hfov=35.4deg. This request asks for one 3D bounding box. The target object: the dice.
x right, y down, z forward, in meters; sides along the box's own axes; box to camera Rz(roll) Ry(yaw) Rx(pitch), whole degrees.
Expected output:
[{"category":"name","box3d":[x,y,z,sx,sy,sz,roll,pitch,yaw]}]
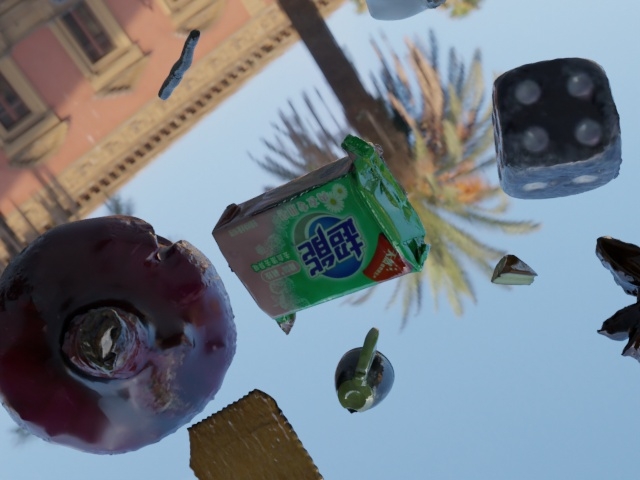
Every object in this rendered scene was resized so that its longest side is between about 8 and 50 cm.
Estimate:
[{"category":"dice","box3d":[0.368,-0.173,1.588,0.183,0.181,0.182,-8,-107,7]}]

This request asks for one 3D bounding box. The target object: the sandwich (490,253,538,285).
[{"category":"sandwich","box3d":[0.275,0.042,1.457,0.031,0.083,0.044,-48,-127,34]}]

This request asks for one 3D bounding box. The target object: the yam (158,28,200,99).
[{"category":"yam","box3d":[-0.228,-0.279,1.626,0.029,0.027,0.234,-52,-174,-25]}]

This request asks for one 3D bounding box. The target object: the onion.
[{"category":"onion","box3d":[-0.316,0.158,1.530,0.398,0.398,0.420,-38,-165,-8]}]

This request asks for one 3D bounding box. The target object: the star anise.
[{"category":"star anise","box3d":[0.419,0.076,1.176,0.190,0.125,0.220,-8,-121,5]}]

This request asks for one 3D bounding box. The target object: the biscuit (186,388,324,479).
[{"category":"biscuit","box3d":[-0.091,0.347,1.454,0.232,0.236,0.013,-34,176,38]}]

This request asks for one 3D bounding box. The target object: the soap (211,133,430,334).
[{"category":"soap","box3d":[0.001,-0.002,1.324,0.273,0.217,0.098,-20,-156,39]}]

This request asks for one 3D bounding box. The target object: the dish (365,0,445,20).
[{"category":"dish","box3d":[0.134,-0.335,1.210,0.066,0.190,0.191,39,-111,19]}]

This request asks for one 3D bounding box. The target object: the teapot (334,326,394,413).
[{"category":"teapot","box3d":[0.057,0.205,1.522,0.092,0.124,0.091,-12,-164,17]}]
